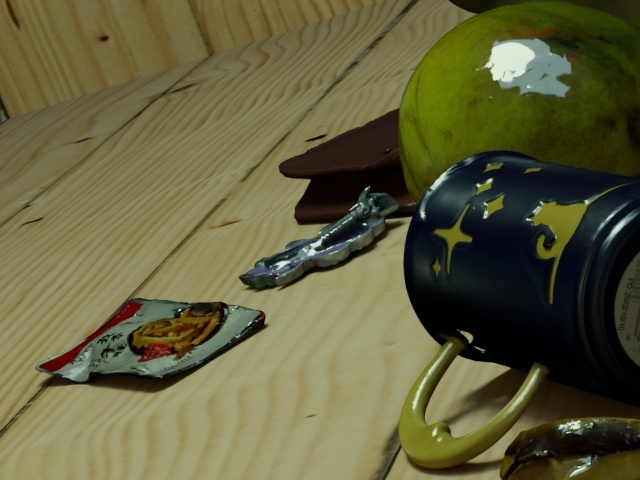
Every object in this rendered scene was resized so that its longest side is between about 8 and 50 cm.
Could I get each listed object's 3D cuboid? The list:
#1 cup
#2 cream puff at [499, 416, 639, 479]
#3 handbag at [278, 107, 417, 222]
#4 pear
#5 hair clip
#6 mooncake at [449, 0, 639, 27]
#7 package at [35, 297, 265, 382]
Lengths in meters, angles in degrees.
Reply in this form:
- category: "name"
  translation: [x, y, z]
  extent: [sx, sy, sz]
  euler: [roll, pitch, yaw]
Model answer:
- category: "cup"
  translation: [0.188, 0.069, 1.487]
  extent: [0.178, 0.255, 0.256]
  euler: [15, 1, -26]
- category: "cream puff"
  translation: [0.174, 0.155, 1.188]
  extent: [0.133, 0.104, 0.119]
  euler: [-5, -13, 26]
- category: "handbag"
  translation: [0.116, -0.110, 2.335]
  extent: [0.275, 0.084, 0.260]
  euler: [-30, 14, -35]
- category: "pear"
  translation: [0.203, -0.102, 1.815]
  extent: [0.269, 0.269, 0.321]
  euler: [-27, 14, -26]
- category: "hair clip"
  translation: [-0.001, -0.002, 2.147]
  extent: [0.195, 0.052, 0.124]
  euler: [-29, 10, -11]
- category: "mooncake"
  translation: [0.359, -0.427, 2.445]
  extent: [0.467, 0.467, 0.262]
  euler: [-14, 11, 24]
- category: "package"
  translation: [-0.181, 0.106, 2.025]
  extent: [0.154, 0.030, 0.239]
  euler: [-33, 19, -35]
